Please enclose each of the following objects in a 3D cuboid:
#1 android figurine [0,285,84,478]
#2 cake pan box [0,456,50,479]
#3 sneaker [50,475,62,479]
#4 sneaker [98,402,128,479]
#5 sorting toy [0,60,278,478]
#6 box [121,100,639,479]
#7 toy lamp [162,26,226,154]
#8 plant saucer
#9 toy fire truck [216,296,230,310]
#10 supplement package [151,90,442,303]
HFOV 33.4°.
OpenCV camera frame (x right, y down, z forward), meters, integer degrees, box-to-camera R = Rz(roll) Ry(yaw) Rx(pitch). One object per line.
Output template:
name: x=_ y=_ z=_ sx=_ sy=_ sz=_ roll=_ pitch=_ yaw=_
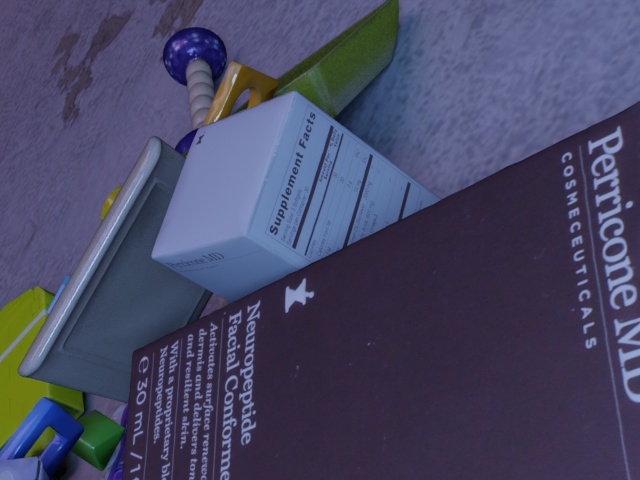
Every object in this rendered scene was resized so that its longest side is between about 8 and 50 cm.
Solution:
android figurine: x=-0.310 y=0.159 z=1.097 sx=0.248 sy=0.056 sz=0.273 roll=-46 pitch=34 yaw=18
cake pan box: x=-0.185 y=0.309 z=0.646 sx=0.070 sy=0.246 sz=0.267 roll=-6 pitch=47 yaw=2
sneaker: x=-0.256 y=0.283 z=0.901 sx=0.227 sy=0.087 sz=0.130 roll=-55 pitch=3 yaw=37
sneaker: x=-0.131 y=0.178 z=0.835 sx=0.071 sy=0.068 sz=0.170 roll=-36 pitch=37 yaw=20
sorting toy: x=-0.133 y=0.025 z=0.782 sx=0.047 sy=0.196 sz=0.348 roll=28 pitch=85 yaw=21
box: x=0.054 y=0.107 z=0.566 sx=0.381 sy=0.143 sz=0.191 roll=-27 pitch=50 yaw=36
toy lamp: x=-0.114 y=-0.121 z=1.059 sx=0.080 sy=0.080 sz=0.275 roll=-43 pitch=36 yaw=21
plant saucer: x=-0.021 y=-0.117 z=0.909 sx=0.188 sy=0.045 sz=0.188 roll=-29 pitch=13 yaw=37
toy fire truck: x=-0.051 y=0.053 z=0.852 sx=0.135 sy=0.047 sz=0.192 roll=-14 pitch=53 yaw=48
supplement package: x=0.000 y=0.000 z=0.705 sx=0.105 sy=0.179 sz=0.105 roll=-12 pitch=53 yaw=49
